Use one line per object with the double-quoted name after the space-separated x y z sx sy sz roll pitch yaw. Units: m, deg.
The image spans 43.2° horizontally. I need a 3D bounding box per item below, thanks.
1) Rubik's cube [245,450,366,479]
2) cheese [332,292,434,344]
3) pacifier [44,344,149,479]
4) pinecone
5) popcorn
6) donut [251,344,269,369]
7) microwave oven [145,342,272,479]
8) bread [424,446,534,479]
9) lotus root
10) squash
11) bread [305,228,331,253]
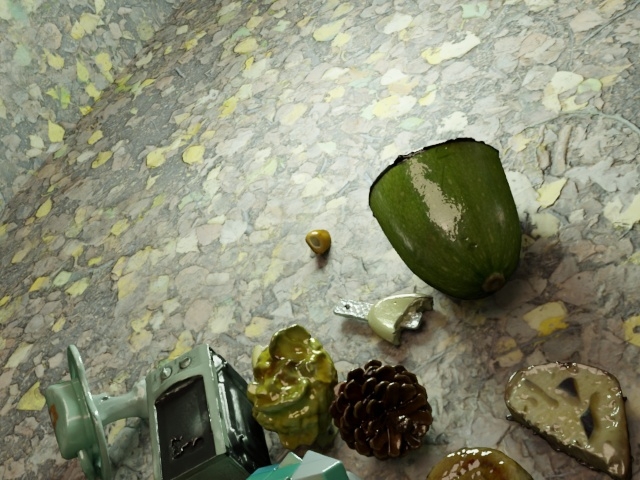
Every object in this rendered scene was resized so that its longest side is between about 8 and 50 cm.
-0.021 0.499 1.440 0.212 0.225 0.265 -20 -1 17 "Rubik's cube"
0.128 0.159 1.778 0.235 0.050 0.127 9 59 39 "cheese"
-0.497 0.403 1.904 0.269 0.288 0.344 -10 57 -24 "pacifier"
0.126 0.326 1.536 0.212 0.168 0.186 9 72 56 "pinecone"
-0.056 0.298 1.641 0.180 0.217 0.235 7 41 2 "popcorn"
-0.094 0.282 1.811 0.165 0.065 0.108 1 54 36 "donut"
-0.221 0.397 1.662 0.181 0.237 0.295 -31 39 7 "microwave oven"
0.264 0.459 1.345 0.229 0.123 0.230 -25 40 23 "bread"
0.446 0.296 1.408 0.260 0.074 0.170 18 61 43 "lotus root"
0.285 -0.003 1.688 0.310 0.310 0.309 -25 59 14 "squash"
0.001 0.000 2.028 0.049 0.103 0.062 -39 83 14 "bread"
